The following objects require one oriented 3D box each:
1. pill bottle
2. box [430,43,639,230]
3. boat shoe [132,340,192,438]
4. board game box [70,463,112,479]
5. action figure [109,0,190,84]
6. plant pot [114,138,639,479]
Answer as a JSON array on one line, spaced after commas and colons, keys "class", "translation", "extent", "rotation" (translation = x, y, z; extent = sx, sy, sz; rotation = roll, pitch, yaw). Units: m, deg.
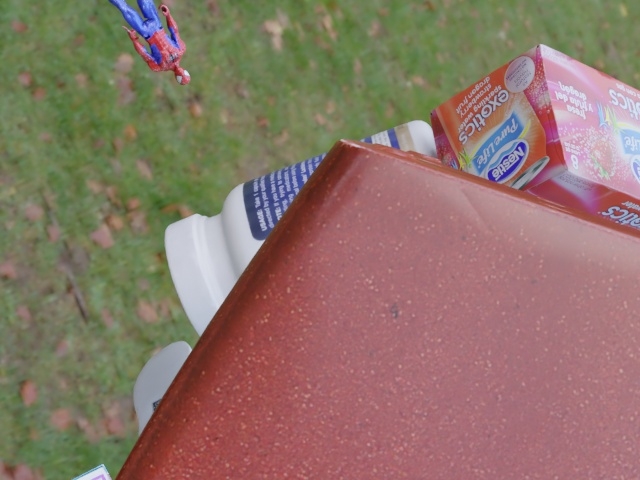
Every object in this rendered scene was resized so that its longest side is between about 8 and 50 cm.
[{"class": "pill bottle", "translation": [0.000, 0.000, 1.149], "extent": [0.153, 0.264, 0.153], "rotation": [-19, 90, -83]}, {"class": "box", "translation": [0.233, -0.058, 1.080], "extent": [0.257, 0.128, 0.123], "rotation": [15, 58, -41]}, {"class": "boat shoe", "translation": [-0.191, 0.239, 1.677], "extent": [0.088, 0.096, 0.267], "rotation": [58, 5, -28]}, {"class": "board game box", "translation": [-0.327, 0.503, 1.755], "extent": [0.316, 0.064, 0.242], "rotation": [60, 28, 8]}, {"class": "action figure", "translation": [-0.131, -0.163, 0.924], "extent": [0.030, 0.038, 0.115], "rotation": [29, -24, 55]}, {"class": "plant pot", "translation": [0.066, 0.094, 0.536], "extent": [0.267, 0.267, 0.236], "rotation": [-16, 124, -80]}]
